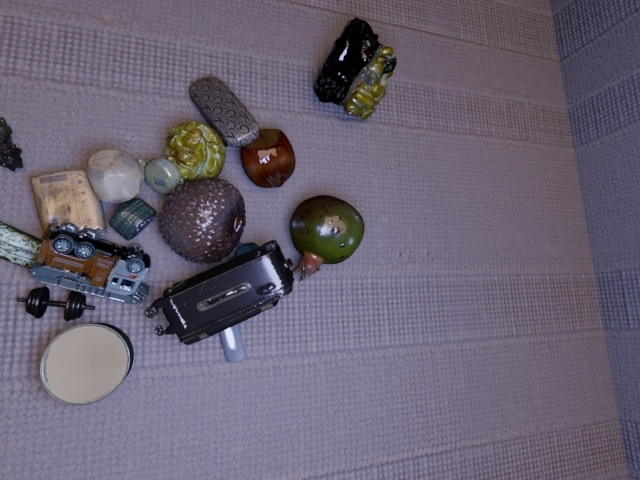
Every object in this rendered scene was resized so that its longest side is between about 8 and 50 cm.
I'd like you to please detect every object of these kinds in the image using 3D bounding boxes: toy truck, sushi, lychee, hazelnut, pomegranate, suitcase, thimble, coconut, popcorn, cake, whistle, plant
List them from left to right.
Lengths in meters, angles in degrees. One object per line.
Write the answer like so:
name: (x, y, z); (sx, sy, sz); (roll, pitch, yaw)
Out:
plant: (-1.000, -0.302, 1.278); (0.085, 0.087, 0.174); (-19, 92, -52)
cake: (-0.960, 0.011, 1.253); (0.235, 0.099, 0.100); (35, 68, -33)
toy truck: (-0.686, 0.085, 1.257); (0.339, 0.133, 0.184); (24, 101, -31)
coconut: (-0.649, -0.196, 1.288); (0.161, 0.162, 0.160); (-1, 49, 1)
thimble: (-0.621, -0.074, 1.343); (0.090, 0.118, 0.135); (43, 64, -9)
whistle: (-0.575, -0.228, 1.365); (0.258, 0.125, 0.067); (18, 40, 15)
popcorn: (-0.436, -0.306, 1.423); (0.205, 0.183, 0.220); (-14, 99, -3)
lychee: (-0.385, -0.071, 1.356); (0.301, 0.300, 0.299); (4, 78, -19)
suitcase: (-0.285, 0.162, 1.272); (0.435, 0.283, 0.194); (-26, 95, 1)
hazelnut: (-0.197, -0.305, 1.528); (0.212, 0.180, 0.181); (-32, 62, -23)
pomegranate: (0.024, -0.004, 1.469); (0.291, 0.291, 0.322); (9, 65, -18)
sushi: (0.158, -0.683, 1.642); (0.286, 0.328, 0.327); (31, 66, -6)

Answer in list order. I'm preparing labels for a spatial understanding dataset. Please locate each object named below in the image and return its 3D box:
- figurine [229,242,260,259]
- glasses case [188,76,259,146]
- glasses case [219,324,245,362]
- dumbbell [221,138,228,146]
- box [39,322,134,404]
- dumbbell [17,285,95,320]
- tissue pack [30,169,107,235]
figurine: (-0.251, 0.097, 1.465); (0.145, 0.114, 0.178); (16, 86, -40)
glasses case: (-0.356, -0.475, 1.483); (0.137, 0.085, 0.354); (-32, 67, -17)
glasses case: (-0.314, 0.337, 1.415); (0.068, 0.045, 0.178); (-15, 84, -22)
dumbbell: (-0.375, -0.341, 1.530); (0.036, 0.040, 0.083); (7, 75, 13)
box: (-0.690, 0.363, 1.217); (0.227, 0.149, 0.225); (4, 78, -19)
dumbbell: (-0.804, 0.193, 1.237); (0.209, 0.099, 0.099); (10, 76, -17)
tissue pack: (-0.803, -0.113, 1.301); (0.187, 0.090, 0.221); (-14, 84, -23)
